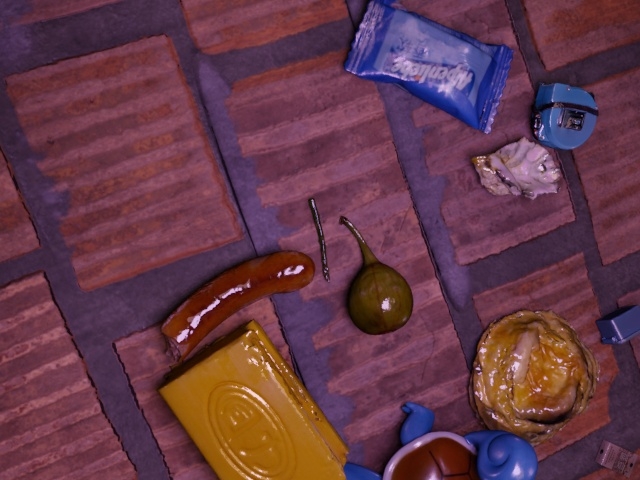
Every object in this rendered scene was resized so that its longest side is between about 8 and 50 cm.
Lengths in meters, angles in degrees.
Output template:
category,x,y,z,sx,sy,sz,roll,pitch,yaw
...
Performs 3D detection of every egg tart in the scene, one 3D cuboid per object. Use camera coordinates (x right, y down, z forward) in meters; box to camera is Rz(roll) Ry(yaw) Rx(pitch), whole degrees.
category,x,y,z,sx,sy,sz,roll,pitch,yaw
egg tart,0.442,0.278,1.190,0.297,0.132,0.297,2,84,-16

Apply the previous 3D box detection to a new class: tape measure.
category,x,y,z,sx,sy,sz,roll,pitch,yaw
tape measure,0.495,-0.251,1.215,0.146,0.081,0.125,7,99,-17

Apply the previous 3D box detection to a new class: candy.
category,x,y,z,sx,sy,sz,roll,pitch,yaw
candy,0.221,-0.349,1.146,0.331,0.077,0.187,18,93,-14

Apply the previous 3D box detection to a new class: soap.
category,x,y,z,sx,sy,sz,roll,pitch,yaw
soap,-0.111,0.318,1.031,0.204,0.096,0.324,-33,97,2

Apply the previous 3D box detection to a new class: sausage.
category,x,y,z,sx,sy,sz,roll,pitch,yaw
sausage,-0.151,0.099,1.041,0.302,0.076,0.103,-32,60,-11

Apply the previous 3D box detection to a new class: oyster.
category,x,y,z,sx,sy,sz,roll,pitch,yaw
oyster,0.401,-0.135,1.203,0.209,0.072,0.133,-23,90,-33

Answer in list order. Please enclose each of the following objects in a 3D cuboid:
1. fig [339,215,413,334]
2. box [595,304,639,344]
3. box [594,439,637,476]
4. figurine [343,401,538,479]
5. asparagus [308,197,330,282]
category,x,y,z,sx,sy,sz,roll,pitch,yaw
fig,0.090,0.062,1.115,0.124,0.124,0.236,-17,72,-14
box,0.644,0.178,1.266,0.099,0.074,0.054,-24,86,-14
box,0.644,0.475,1.292,0.083,0.024,0.053,25,85,-12
figurine,0.211,0.473,1.102,0.298,0.243,0.416,40,102,-21
asparagus,0.000,0.000,1.121,0.016,0.016,0.163,-14,95,-41
